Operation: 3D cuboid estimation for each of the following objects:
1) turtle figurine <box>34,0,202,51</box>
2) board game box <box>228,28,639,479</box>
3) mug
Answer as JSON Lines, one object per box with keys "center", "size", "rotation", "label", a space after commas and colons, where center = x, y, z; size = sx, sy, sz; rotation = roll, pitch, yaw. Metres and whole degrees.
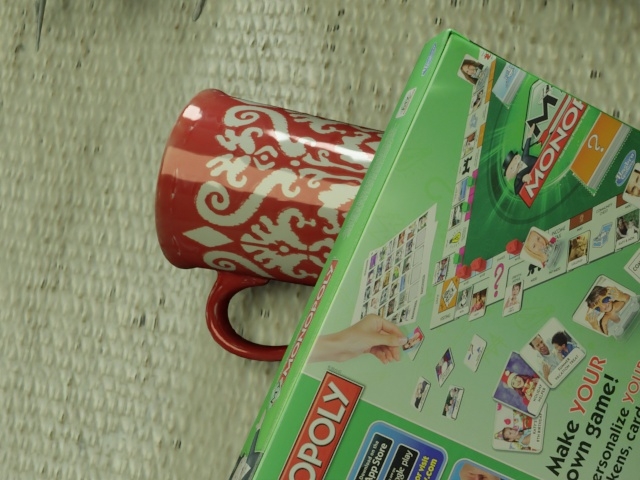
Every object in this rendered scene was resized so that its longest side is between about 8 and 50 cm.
{"center": [-0.134, -0.246, 0.833], "size": [0.175, 0.118, 0.234], "rotation": [2, 68, 15], "label": "turtle figurine"}
{"center": [0.089, 0.081, 0.633], "size": [0.214, 0.046, 0.317], "rotation": [26, 84, -10], "label": "board game box"}
{"center": [0.003, -0.007, 0.733], "size": [0.169, 0.150, 0.113], "rotation": [11, 35, 18], "label": "mug"}
